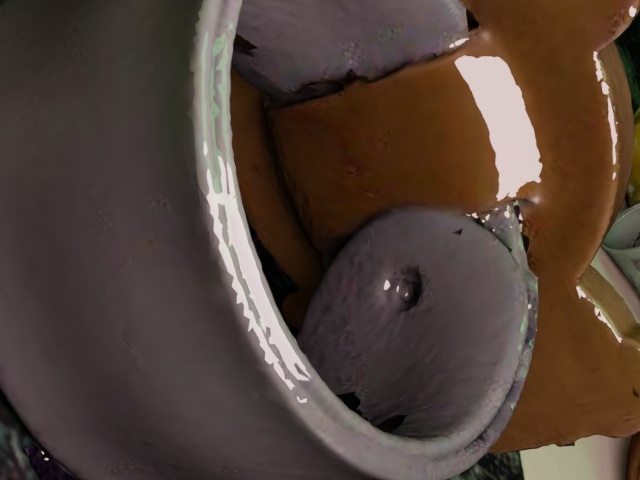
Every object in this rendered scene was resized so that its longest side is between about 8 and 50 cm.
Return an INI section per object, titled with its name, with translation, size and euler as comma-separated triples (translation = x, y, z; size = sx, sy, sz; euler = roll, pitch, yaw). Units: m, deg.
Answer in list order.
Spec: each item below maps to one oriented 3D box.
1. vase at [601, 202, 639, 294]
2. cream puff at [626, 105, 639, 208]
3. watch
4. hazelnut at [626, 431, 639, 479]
[vase]
translation = 0.377, 0.068, 1.572
size = 0.219, 0.096, 0.096
euler = 58, 26, -20
[cream puff]
translation = 0.452, -0.064, 1.724
size = 0.282, 0.185, 0.282
euler = 40, 38, -41
[watch]
translation = 0.000, 0.000, 0.755
size = 0.327, 0.314, 0.335
euler = -32, 107, -52
[hazelnut]
translation = 0.346, 0.196, 1.309
size = 0.208, 0.208, 0.208
euler = 43, 33, -37
